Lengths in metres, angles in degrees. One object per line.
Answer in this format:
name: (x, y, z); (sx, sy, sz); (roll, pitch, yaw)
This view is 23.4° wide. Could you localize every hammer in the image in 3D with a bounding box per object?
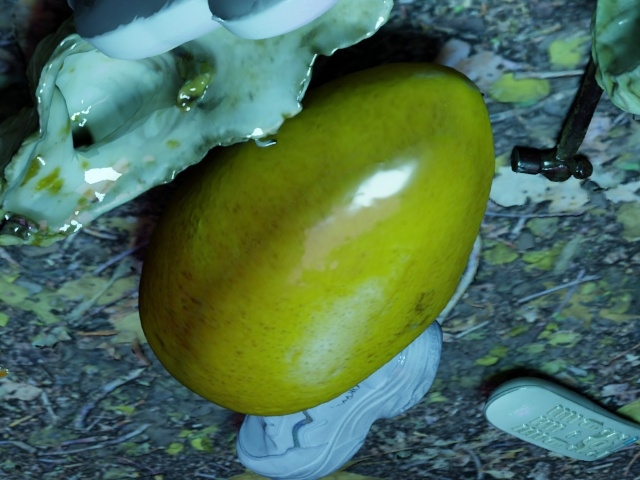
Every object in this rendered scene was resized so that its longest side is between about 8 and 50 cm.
hammer: (0.189, -0.102, 1.112); (0.065, 0.021, 0.178); (3, 144, -10)

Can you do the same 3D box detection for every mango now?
mango: (0.000, 0.000, 1.095); (0.201, 0.199, 0.350); (43, 137, 0)

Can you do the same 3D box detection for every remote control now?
remote control: (0.233, 0.168, 1.484); (0.073, 0.044, 0.229); (-34, 144, 27)

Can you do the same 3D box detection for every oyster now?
oyster: (-0.120, -0.100, 1.005); (0.166, 0.110, 0.341); (20, 136, -37)

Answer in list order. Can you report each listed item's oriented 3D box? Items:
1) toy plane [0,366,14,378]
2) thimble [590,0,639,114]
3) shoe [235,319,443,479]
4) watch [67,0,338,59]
toy plane: (-0.359, 0.098, 1.304); (0.188, 0.062, 0.135); (27, 135, -18)
thimble: (0.265, -0.157, 0.944); (0.143, 0.137, 0.190); (9, 133, -20)
shoe: (-0.015, 0.128, 1.358); (0.137, 0.095, 0.245); (26, 131, -31)
watch: (-0.092, -0.215, 0.787); (0.248, 0.211, 0.217); (-19, 135, 32)
